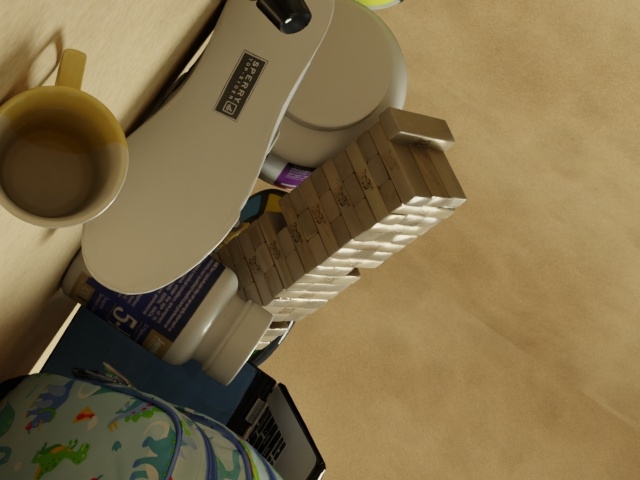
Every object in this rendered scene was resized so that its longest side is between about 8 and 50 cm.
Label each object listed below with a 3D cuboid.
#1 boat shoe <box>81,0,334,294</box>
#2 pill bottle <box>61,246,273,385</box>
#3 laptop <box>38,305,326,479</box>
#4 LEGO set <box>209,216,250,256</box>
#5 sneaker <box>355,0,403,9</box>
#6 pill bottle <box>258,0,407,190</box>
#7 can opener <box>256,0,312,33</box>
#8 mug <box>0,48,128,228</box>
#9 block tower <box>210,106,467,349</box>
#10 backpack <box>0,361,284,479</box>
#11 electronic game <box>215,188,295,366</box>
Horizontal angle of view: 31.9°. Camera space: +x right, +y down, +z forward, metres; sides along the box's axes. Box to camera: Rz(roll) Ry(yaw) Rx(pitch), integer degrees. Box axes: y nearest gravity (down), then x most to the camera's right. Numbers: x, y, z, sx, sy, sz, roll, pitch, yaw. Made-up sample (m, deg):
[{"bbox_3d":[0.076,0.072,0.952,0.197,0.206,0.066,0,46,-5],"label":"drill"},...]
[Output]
[{"bbox_3d":[-0.088,-0.088,0.896,0.301,0.108,0.102,-63,-177,-10],"label":"boat shoe"},{"bbox_3d":[-0.145,0.055,1.088,0.112,0.187,0.112,-55,-177,4],"label":"pill bottle"},{"bbox_3d":[-0.222,0.275,1.185,0.382,0.236,0.408,-58,-166,2],"label":"laptop"},{"bbox_3d":[-0.184,-0.014,1.351,0.132,0.107,0.287,-43,-171,-32],"label":"LEGO set"},{"bbox_3d":[0.072,-0.342,1.136,0.147,0.145,0.385,-24,174,-20],"label":"sneaker"},{"bbox_3d":[-0.009,-0.158,1.219,0.181,0.181,0.323,-56,-176,-7],"label":"pill bottle"},{"bbox_3d":[-0.035,-0.181,0.710,0.059,0.073,0.186,-47,175,6],"label":"can opener"},{"bbox_3d":[-0.118,-0.039,0.515,0.078,0.062,0.064,-49,-170,-15],"label":"mug"},{"bbox_3d":[0.000,0.000,1.158,0.091,0.097,0.335,4,145,-48],"label":"block tower"},{"bbox_3d":[-0.192,0.254,0.985,0.290,0.355,0.273,-61,153,-29],"label":"backpack"},{"bbox_3d":[-0.084,0.048,1.349,0.229,0.048,0.229,-30,-129,45],"label":"electronic game"}]
